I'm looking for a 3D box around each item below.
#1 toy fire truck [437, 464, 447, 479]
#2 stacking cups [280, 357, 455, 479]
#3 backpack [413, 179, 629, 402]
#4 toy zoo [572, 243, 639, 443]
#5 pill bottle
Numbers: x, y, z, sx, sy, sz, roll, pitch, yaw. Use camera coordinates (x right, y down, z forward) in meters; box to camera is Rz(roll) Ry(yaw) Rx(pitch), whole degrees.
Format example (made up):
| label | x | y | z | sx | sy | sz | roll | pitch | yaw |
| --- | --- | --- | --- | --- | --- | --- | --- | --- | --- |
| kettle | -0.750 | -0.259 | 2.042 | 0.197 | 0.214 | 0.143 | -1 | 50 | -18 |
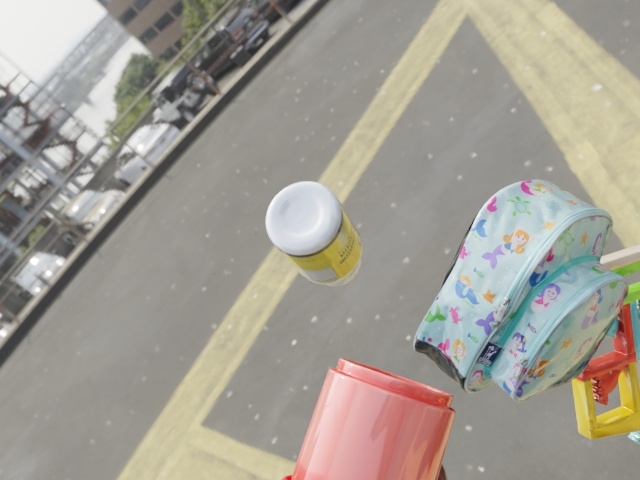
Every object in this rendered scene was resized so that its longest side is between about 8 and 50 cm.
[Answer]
| label | x | y | z | sx | sy | sz | roll | pitch | yaw |
| --- | --- | --- | --- | --- | --- | --- | --- | --- | --- |
| toy fire truck | 0.073 | 0.358 | 0.755 | 0.302 | 0.169 | 0.254 | -25 | 66 | 33 |
| stacking cups | -0.007 | 0.215 | 0.334 | 0.096 | 0.096 | 0.316 | 11 | 78 | 64 |
| backpack | 0.255 | 0.059 | 0.907 | 0.191 | 0.225 | 0.253 | 32 | 114 | 38 |
| toy zoo | 0.444 | 0.160 | 1.064 | 0.192 | 0.293 | 0.030 | -15 | 12 | -18 |
| pill bottle | 0.000 | 0.000 | 1.020 | 0.103 | 0.184 | 0.103 | -6 | 68 | 15 |
